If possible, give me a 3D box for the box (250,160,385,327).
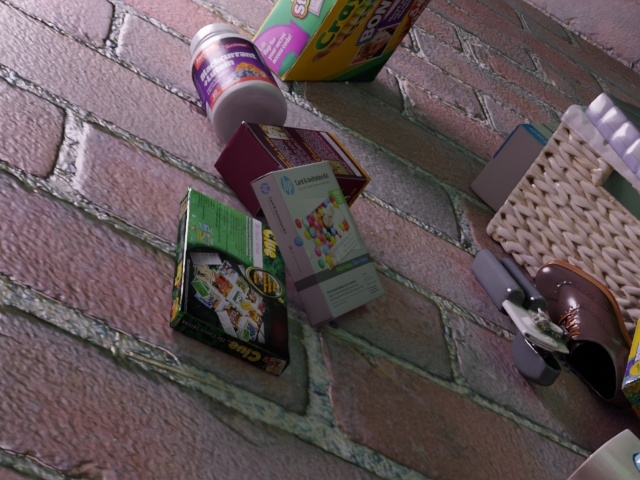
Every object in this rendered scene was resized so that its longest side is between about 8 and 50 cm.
[{"bbox_3d":[0.000,0.000,1.393,0.145,0.038,0.186,-18,83,-60],"label":"box"}]

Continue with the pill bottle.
[{"bbox_3d":[-0.125,-0.228,1.636,0.108,0.108,0.193,17,31,-35],"label":"pill bottle"}]

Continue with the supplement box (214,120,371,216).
[{"bbox_3d":[-0.035,-0.092,1.544,0.188,0.080,0.104,1,43,-51],"label":"supplement box"}]

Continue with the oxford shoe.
[{"bbox_3d":[0.388,0.129,1.681,0.098,0.097,0.271,6,39,-41],"label":"oxford shoe"}]

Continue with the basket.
[{"bbox_3d":[0.513,-0.027,1.904,0.328,0.266,0.331,47,28,22],"label":"basket"}]

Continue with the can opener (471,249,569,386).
[{"bbox_3d":[0.271,0.099,1.614,0.074,0.093,0.280,23,20,-18],"label":"can opener"}]

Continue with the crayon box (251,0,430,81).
[{"bbox_3d":[0.085,-0.440,1.965,0.106,0.363,0.313,45,27,17],"label":"crayon box"}]

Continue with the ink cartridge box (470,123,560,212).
[{"bbox_3d":[0.379,-0.128,2.046,0.086,0.148,0.203,46,27,22],"label":"ink cartridge box"}]

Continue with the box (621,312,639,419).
[{"bbox_3d":[0.565,0.222,1.545,0.279,0.177,0.290,58,25,-3],"label":"box"}]

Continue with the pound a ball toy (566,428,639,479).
[{"bbox_3d":[0.395,0.364,1.234,0.319,0.135,0.208,46,27,22],"label":"pound a ball toy"}]

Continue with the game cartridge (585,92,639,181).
[{"bbox_3d":[0.561,-0.089,1.697,0.355,0.068,0.230,17,28,-36],"label":"game cartridge"}]

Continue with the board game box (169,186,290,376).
[{"bbox_3d":[-0.101,0.040,1.299,0.136,0.030,0.259,25,27,-17],"label":"board game box"}]
